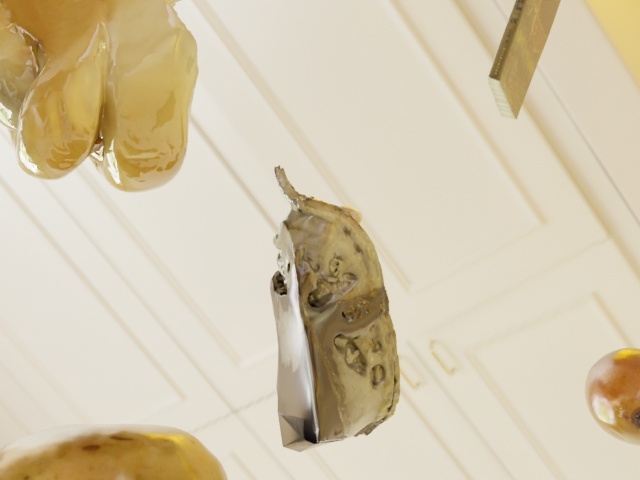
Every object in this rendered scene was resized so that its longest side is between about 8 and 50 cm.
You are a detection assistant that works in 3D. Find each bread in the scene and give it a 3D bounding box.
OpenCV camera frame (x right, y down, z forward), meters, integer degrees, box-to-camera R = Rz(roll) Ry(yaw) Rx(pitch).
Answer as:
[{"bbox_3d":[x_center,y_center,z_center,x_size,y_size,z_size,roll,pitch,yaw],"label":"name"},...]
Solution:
[{"bbox_3d":[-0.288,-0.249,1.171,0.329,0.245,0.424,-59,-136,35],"label":"bread"}]

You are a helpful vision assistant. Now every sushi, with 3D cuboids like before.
[{"bbox_3d":[0.015,0.062,0.952,0.109,0.273,0.134,-3,172,-19],"label":"sushi"}]

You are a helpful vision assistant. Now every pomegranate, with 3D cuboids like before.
[{"bbox_3d":[-0.245,0.347,1.089,0.332,0.332,0.332,-34,-165,10],"label":"pomegranate"}]

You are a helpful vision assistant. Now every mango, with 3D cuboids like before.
[{"bbox_3d":[0.421,0.196,1.268,0.138,0.113,0.253,23,-168,35],"label":"mango"}]

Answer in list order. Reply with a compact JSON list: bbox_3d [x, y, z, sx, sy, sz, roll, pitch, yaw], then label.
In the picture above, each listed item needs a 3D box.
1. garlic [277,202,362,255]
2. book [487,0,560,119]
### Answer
[{"bbox_3d":[-0.001,-0.003,1.148,0.113,0.074,0.094,-26,-179,7],"label":"garlic"},{"bbox_3d":[0.261,-0.278,1.220,0.228,0.024,0.160,-69,159,-4],"label":"book"}]
